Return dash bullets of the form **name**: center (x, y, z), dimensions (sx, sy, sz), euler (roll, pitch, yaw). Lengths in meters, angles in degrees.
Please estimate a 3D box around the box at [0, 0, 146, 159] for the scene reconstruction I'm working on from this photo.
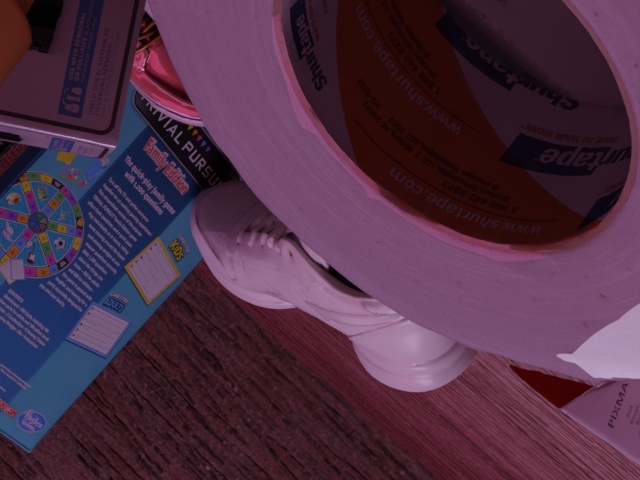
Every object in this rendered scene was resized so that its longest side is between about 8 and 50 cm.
- **box**: center (-0.239, -0.153, 0.806), dimensions (0.290, 0.169, 0.087), euler (13, 177, -11)

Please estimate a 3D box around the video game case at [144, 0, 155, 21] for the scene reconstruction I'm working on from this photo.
- **video game case**: center (-0.018, -0.098, 0.933), dimensions (0.210, 0.042, 0.232), euler (31, 167, 51)

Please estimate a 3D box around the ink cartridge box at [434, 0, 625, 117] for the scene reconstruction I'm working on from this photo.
- **ink cartridge box**: center (0.068, -0.068, 0.616), dimensions (0.296, 0.066, 0.261), euler (42, 172, -1)

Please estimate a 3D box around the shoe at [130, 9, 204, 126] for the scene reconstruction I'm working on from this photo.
- **shoe**: center (-0.135, -0.155, 1.089), dimensions (0.178, 0.063, 0.081), euler (44, 177, 13)

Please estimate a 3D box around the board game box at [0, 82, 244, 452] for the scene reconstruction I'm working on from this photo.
- **board game box**: center (-0.218, -0.008, 1.277), dimensions (0.079, 0.336, 0.254), euler (36, 170, 33)

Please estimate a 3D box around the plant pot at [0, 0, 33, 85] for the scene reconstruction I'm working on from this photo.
- **plant pot**: center (-0.196, -0.209, 0.620), dimensions (0.291, 0.203, 0.291), euler (41, 172, 7)

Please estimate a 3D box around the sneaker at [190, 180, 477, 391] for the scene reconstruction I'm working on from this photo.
- **sneaker**: center (0.000, 0.000, 1.210), dimensions (0.305, 0.114, 0.152), euler (27, 153, 38)

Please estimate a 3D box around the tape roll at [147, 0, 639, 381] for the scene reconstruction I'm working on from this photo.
- **tape roll**: center (0.053, -0.062, 0.425), dimensions (0.219, 0.072, 0.219), euler (27, 145, 21)

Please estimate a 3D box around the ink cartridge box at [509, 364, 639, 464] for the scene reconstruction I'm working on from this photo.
- **ink cartridge box**: center (0.199, 0.089, 0.746), dimensions (0.145, 0.045, 0.179), euler (15, -169, -24)
